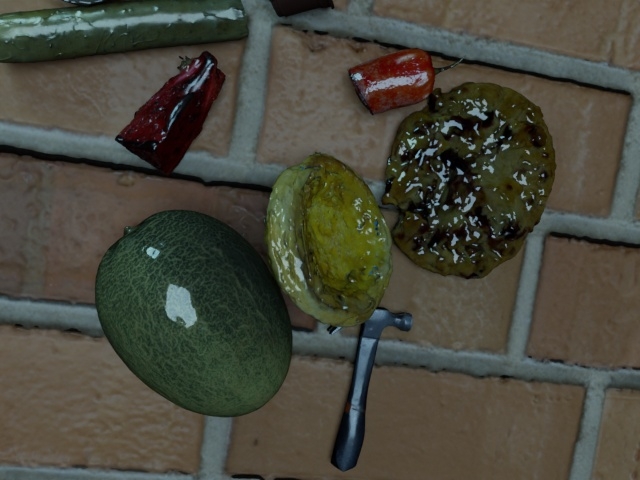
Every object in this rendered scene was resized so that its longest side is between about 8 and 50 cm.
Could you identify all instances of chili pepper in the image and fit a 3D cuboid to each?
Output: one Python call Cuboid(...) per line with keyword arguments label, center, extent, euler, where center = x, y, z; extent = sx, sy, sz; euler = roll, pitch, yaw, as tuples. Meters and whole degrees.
Cuboid(label="chili pepper", center=(0.144, -0.264, 1.021), extent=(0.192, 0.084, 0.086), euler=(-18, 115, -2))

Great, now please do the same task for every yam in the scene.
Cuboid(label="yam", center=(-0.296, -0.316, 0.949), extent=(0.372, 0.083, 0.083), euler=(-8, 97, -11))

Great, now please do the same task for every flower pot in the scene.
Cuboid(label="flower pot", center=(-0.039, -0.394, 0.978), extent=(0.089, 0.111, 0.111), euler=(-20, 99, 9))

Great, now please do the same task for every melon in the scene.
Cuboid(label="melon", center=(-0.176, 0.108, 0.926), extent=(0.249, 0.248, 0.329), euler=(-34, 107, -4))

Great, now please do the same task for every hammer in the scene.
Cuboid(label="hammer", center=(0.060, 0.253, 1.081), extent=(0.137, 0.037, 0.289), euler=(12, 93, -10))

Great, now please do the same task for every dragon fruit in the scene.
Cuboid(label="dragon fruit", center=(-0.226, -0.206, 0.956), extent=(0.092, 0.122, 0.192), euler=(35, 92, 5))

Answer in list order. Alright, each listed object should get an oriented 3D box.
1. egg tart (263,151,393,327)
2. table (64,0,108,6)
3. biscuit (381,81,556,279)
Cuboid(label="egg tart", center=(0.000, 0.000, 0.978), extent=(0.107, 0.291, 0.290), euler=(-18, 101, 37))
Cuboid(label="table", center=(-0.290, -0.497, 0.814), extent=(0.318, 0.249, 0.317), euler=(1, 83, -11))
Cuboid(label="biscuit", center=(0.251, -0.101, 1.056), extent=(0.290, 0.081, 0.333), euler=(23, 90, -11))
